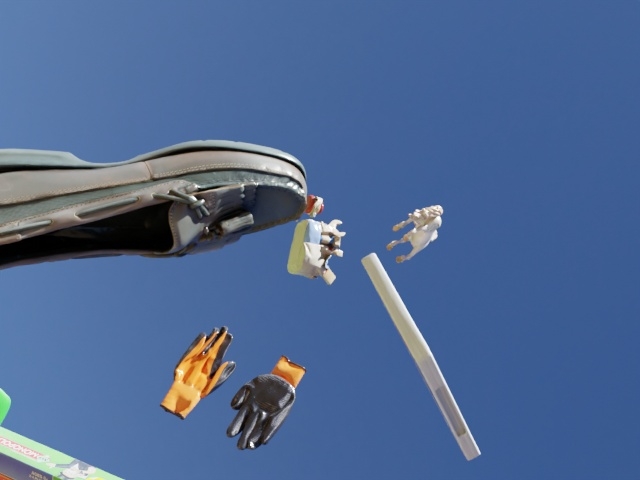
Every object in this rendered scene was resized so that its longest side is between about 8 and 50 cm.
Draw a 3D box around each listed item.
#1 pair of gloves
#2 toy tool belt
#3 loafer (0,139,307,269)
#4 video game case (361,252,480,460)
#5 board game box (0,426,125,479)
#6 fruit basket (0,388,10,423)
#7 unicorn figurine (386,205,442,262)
[{"bbox_3d":[-0.059,0.099,0.662,0.083,0.074,0.010,26,-31,8],"label":"pair of gloves"},{"bbox_3d":[0.000,0.000,1.007,0.052,0.051,0.083,-7,-112,61],"label":"toy tool belt"},{"bbox_3d":[-0.134,-0.013,0.723,0.096,0.267,0.084,107,-26,-47],"label":"loafer"},{"bbox_3d":[0.146,0.171,1.416,0.025,0.285,0.204,-28,-134,1],"label":"video game case"},{"bbox_3d":[-0.364,0.337,1.176,0.317,0.046,0.214,15,-68,25],"label":"board game box"},{"bbox_3d":[-0.496,0.106,0.853,0.392,0.392,0.283,-15,-131,52],"label":"fruit basket"},{"bbox_3d":[0.164,-0.012,1.654,0.060,0.111,0.162,60,-27,6],"label":"unicorn figurine"}]
